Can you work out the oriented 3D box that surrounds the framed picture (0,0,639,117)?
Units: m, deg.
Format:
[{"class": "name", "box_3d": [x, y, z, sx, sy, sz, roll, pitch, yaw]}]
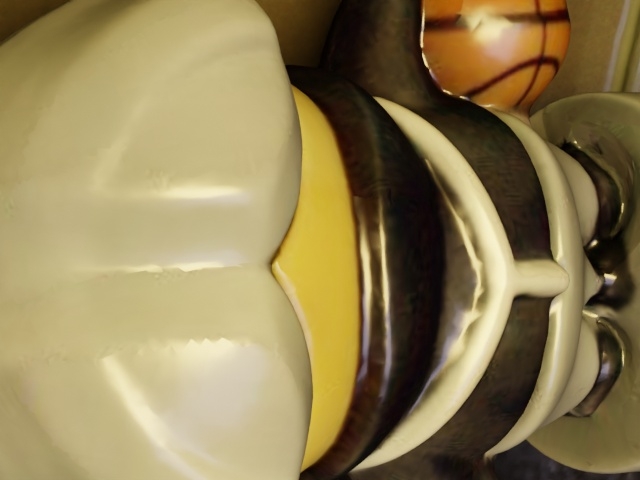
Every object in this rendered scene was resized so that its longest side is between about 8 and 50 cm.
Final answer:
[{"class": "framed picture", "box_3d": [-0.081, -0.071, 0.529, 0.446, 0.028, 0.326, -2, 117, -27]}]

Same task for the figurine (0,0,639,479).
[{"class": "figurine", "box_3d": [0.000, 0.000, 0.508, 0.236, 0.133, 0.176, -2, 86, -36]}]
